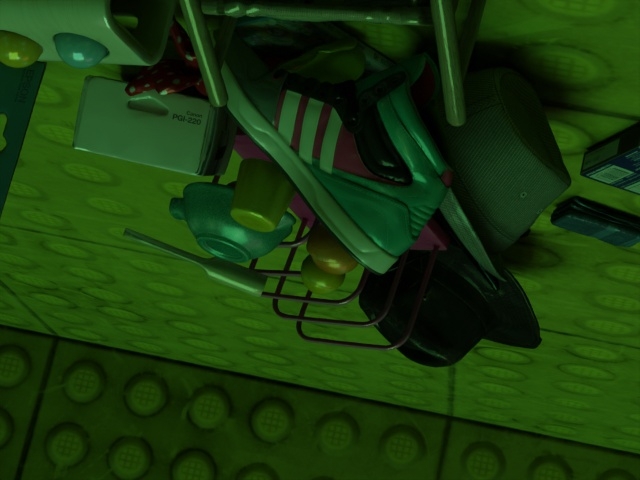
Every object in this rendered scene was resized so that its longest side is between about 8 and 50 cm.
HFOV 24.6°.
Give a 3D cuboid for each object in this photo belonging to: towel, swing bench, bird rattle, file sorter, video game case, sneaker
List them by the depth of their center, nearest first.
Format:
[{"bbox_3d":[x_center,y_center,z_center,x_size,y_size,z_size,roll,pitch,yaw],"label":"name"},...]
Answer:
[{"bbox_3d":[0.000,-0.234,1.257,0.253,0.165,0.255,8,158,19],"label":"swing bench"},{"bbox_3d":[0.024,-0.133,1.411,0.295,0.178,0.124,50,-168,9],"label":"sneaker"},{"bbox_3d":[-0.070,-0.157,1.589,0.253,0.143,0.207,10,-179,21],"label":"bird rattle"},{"bbox_3d":[-0.009,-0.209,1.600,0.119,0.015,0.166,-4,157,46],"label":"video game case"},{"bbox_3d":[0.366,-0.022,1.921,0.119,0.029,0.067,16,164,-15],"label":"towel"},{"bbox_3d":[0.000,0.000,1.925,0.202,0.182,0.291,2,151,34],"label":"file sorter"}]

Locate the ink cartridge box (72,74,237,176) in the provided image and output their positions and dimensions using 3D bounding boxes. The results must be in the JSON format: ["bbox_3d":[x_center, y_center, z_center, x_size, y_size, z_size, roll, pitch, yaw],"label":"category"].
[{"bbox_3d":[-0.191,-0.134,1.746,0.158,0.092,0.218,12,-178,3],"label":"ink cartridge box"}]

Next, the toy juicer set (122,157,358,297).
[{"bbox_3d":[-0.070,-0.010,1.712,0.209,0.090,0.329,29,158,-25],"label":"toy juicer set"}]

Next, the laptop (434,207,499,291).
[{"bbox_3d":[0.059,-0.051,1.674,0.264,0.136,0.234,57,-178,-23],"label":"laptop"}]

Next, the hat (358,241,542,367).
[{"bbox_3d":[0.153,0.102,2.139,0.331,0.134,0.331,31,159,14],"label":"hat"}]

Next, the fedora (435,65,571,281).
[{"bbox_3d":[0.189,-0.092,1.568,0.124,0.244,0.275,-25,145,17],"label":"fedora"}]

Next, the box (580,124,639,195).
[{"bbox_3d":[0.431,-0.071,1.689,0.225,0.037,0.136,19,163,-15],"label":"box"}]

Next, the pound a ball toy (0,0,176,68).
[{"bbox_3d":[-0.336,-0.256,1.479,0.319,0.136,0.208,5,163,23],"label":"pound a ball toy"}]

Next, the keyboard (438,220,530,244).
[{"bbox_3d":[0.207,-0.039,2.009,0.100,0.038,0.192,-21,149,23],"label":"keyboard"}]

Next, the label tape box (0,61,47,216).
[{"bbox_3d":[-0.515,-0.121,1.885,0.333,0.241,0.106,9,163,15],"label":"label tape box"}]
